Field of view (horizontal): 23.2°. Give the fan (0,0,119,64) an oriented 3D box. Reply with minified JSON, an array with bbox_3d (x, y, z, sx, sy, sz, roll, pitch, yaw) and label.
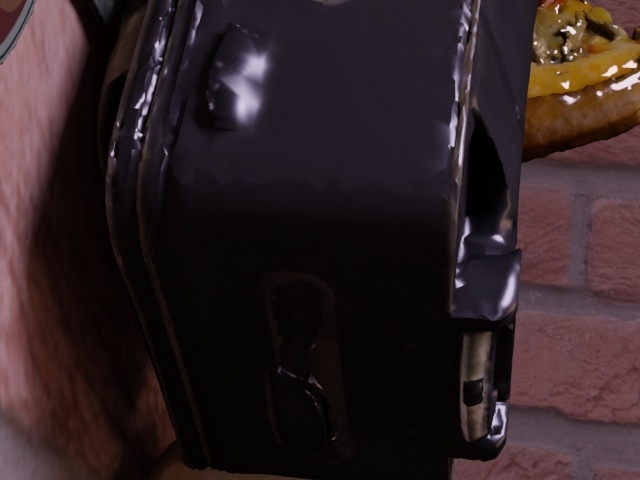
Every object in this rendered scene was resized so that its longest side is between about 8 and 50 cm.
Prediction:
[{"bbox_3d":[-0.108,-0.124,0.578,0.220,0.009,0.132,56,42,-75],"label":"fan"}]

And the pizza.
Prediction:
[{"bbox_3d":[0.104,-0.143,1.007,0.074,0.251,0.287,80,30,-49],"label":"pizza"}]

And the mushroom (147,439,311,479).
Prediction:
[{"bbox_3d":[-0.050,0.209,0.819,0.236,0.173,0.162,-5,139,-45],"label":"mushroom"}]

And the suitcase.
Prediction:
[{"bbox_3d":[0.014,-0.101,0.772,0.283,0.194,0.433,83,12,-55],"label":"suitcase"}]
